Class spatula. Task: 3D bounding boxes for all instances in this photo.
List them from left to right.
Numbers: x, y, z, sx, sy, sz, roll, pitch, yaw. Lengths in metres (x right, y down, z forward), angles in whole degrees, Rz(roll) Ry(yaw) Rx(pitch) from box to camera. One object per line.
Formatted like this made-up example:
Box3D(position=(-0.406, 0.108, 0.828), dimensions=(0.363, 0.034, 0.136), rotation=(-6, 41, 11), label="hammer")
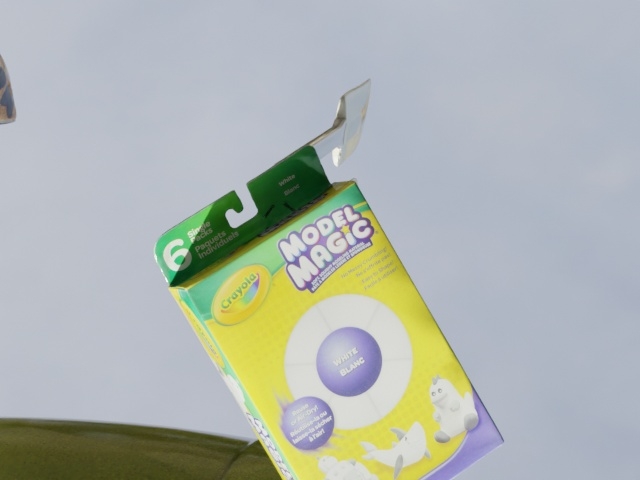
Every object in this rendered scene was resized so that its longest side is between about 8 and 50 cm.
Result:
Box3D(position=(0.000, 0.000, 1.175), dimensions=(0.019, 0.168, 0.242), rotation=(11, -164, 11), label="spatula")

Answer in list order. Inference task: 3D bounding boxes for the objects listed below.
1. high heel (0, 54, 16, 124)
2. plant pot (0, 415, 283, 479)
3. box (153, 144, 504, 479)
Box3D(position=(-0.280, -0.036, 1.179), dimensions=(0.093, 0.186, 0.261), rotation=(0, -116, 38), label="high heel")
Box3D(position=(-0.190, 0.291, 1.516), dimensions=(0.353, 0.366, 0.366), rotation=(16, -143, 12), label="plant pot")
Box3D(position=(0.003, 0.051, 0.944), dimensions=(0.105, 0.179, 0.043), rotation=(-33, -172, -14), label="box")
